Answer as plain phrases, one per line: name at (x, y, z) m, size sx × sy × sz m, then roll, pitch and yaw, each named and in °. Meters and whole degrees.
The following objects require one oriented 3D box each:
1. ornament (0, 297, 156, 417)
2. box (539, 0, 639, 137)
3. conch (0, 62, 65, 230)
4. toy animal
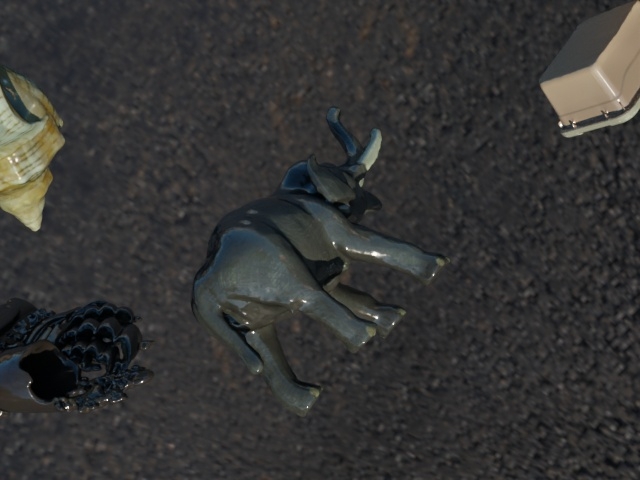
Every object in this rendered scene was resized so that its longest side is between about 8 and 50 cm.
ornament at (-0.305, 0.138, 1.546) m, size 0.260 × 0.251 × 0.106 m, roll -8°, pitch 109°, yaw 20°
box at (0.258, -0.158, 1.162) m, size 0.089 × 0.062 × 0.122 m, roll -15°, pitch 32°, yaw 53°
conch at (-0.411, -0.155, 1.483) m, size 0.169 × 0.386 × 0.203 m, roll -42°, pitch 42°, yaw -10°
toy animal at (0.009, 0.004, 0.856) m, size 0.137 × 0.269 × 0.082 m, roll 35°, pitch 130°, yaw 4°
